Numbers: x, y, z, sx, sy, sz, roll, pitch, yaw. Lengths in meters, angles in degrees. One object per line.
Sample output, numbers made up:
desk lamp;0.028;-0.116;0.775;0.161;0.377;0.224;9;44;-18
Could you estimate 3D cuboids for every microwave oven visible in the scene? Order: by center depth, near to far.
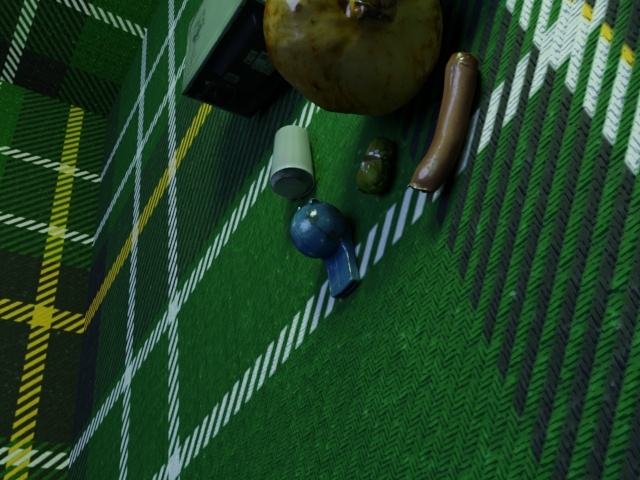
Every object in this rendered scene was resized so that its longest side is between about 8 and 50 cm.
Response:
microwave oven;-0.132;-0.420;1.249;0.295;0.181;0.237;-38;46;46

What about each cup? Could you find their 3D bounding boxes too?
cup;-0.050;-0.125;1.076;0.104;0.074;0.116;97;172;-51

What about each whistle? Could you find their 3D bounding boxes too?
whistle;0.000;0.000;0.895;0.090;0.090;0.158;-46;38;38

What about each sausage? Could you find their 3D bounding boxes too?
sausage;0.151;-0.140;0.748;0.040;0.047;0.177;180;106;-76

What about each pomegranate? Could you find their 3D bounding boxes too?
pomegranate;0.041;-0.280;0.819;0.248;0.248;0.248;-36;46;47

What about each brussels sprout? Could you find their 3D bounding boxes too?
brussels sprout;0.074;-0.106;0.859;0.051;0.046;0.083;56;-135;-74
